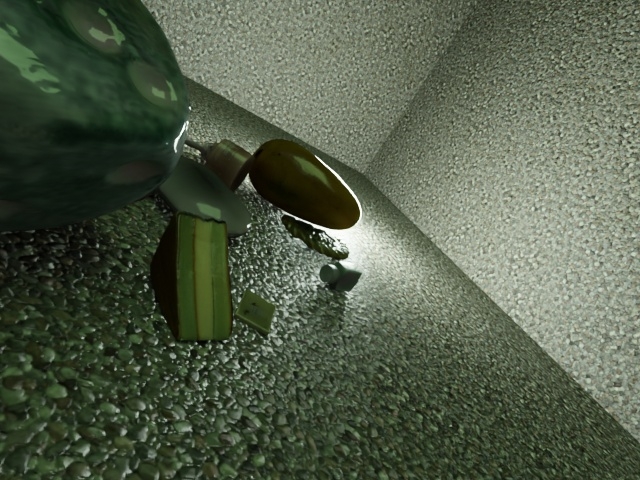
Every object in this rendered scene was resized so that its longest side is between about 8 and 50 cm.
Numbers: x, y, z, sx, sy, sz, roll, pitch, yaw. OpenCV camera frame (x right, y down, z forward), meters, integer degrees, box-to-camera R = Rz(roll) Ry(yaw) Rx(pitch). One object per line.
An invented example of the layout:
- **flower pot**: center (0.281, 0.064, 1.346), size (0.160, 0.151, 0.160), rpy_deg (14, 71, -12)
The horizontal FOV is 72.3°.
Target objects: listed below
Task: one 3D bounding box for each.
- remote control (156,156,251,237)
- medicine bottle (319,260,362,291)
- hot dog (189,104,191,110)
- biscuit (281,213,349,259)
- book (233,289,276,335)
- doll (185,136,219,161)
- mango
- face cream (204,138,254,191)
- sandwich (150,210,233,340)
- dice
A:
- **remote control**: center (-0.314, -0.118, 1.134), size (0.332, 0.103, 0.221), rpy_deg (43, 25, 29)
- **medicine bottle**: center (0.054, 0.101, 1.249), size (0.118, 0.074, 0.055), rpy_deg (12, 28, -47)
- **hot dog**: center (-0.614, -0.454, 1.523), size (0.326, 0.107, 0.194), rpy_deg (3, 24, -42)
- **biscuit**: center (0.000, 0.000, 1.491), size (0.274, 0.036, 0.187), rpy_deg (23, 20, -30)
- **book**: center (-0.131, 0.145, 0.900), size (0.077, 0.014, 0.111), rpy_deg (31, 17, -8)
- **doll**: center (-0.429, -0.336, 1.501), size (0.365, 0.094, 0.160), rpy_deg (30, -15, -29)
- **mango**: center (-0.053, -0.186, 1.561), size (0.446, 0.232, 0.300), rpy_deg (35, 1, 0)
- **face cream**: center (-0.297, -0.239, 1.417), size (0.104, 0.149, 0.149), rpy_deg (33, 17, -1)
- **sandwich**: center (-0.207, 0.063, 0.773), size (0.117, 0.144, 0.187), rpy_deg (12, 27, -45)
- **dice**: center (-0.426, -0.218, 0.655), size (0.348, 0.331, 0.327), rpy_deg (-7, 74, -63)
